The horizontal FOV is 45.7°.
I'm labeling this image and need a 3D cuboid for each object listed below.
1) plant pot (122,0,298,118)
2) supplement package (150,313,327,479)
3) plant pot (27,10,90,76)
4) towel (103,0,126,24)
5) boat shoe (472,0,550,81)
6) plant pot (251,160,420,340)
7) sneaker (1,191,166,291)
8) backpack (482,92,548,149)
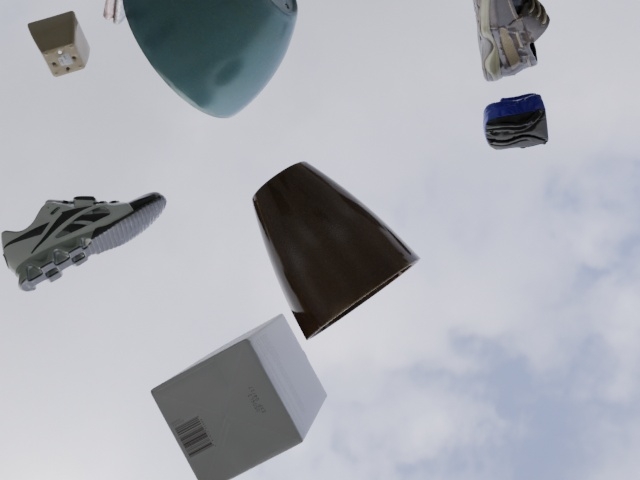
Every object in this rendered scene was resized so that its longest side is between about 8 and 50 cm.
[{"bbox_3d":[-0.154,-0.380,1.269,0.195,0.290,0.290,-29,-127,26],"label":"plant pot"},{"bbox_3d":[-0.120,0.252,1.251,0.175,0.293,0.177,-30,-93,8],"label":"supplement package"},{"bbox_3d":[-0.585,-0.434,1.716,0.109,0.109,0.096,-18,-128,-6],"label":"plant pot"},{"bbox_3d":[-0.402,-0.717,1.827,0.053,0.317,0.331,30,-123,-9],"label":"towel"},{"bbox_3d":[0.355,-0.429,1.421,0.130,0.355,0.132,-9,-108,13],"label":"boat shoe"},{"bbox_3d":[0.000,0.000,1.182,0.215,0.215,0.230,-35,-97,-10],"label":"plant pot"},{"bbox_3d":[-0.471,-0.042,1.504,0.331,0.122,0.146,-28,-106,-23],"label":"sneaker"},{"bbox_3d":[0.384,-0.236,1.516,0.120,0.098,0.101,-12,-141,12],"label":"backpack"}]
